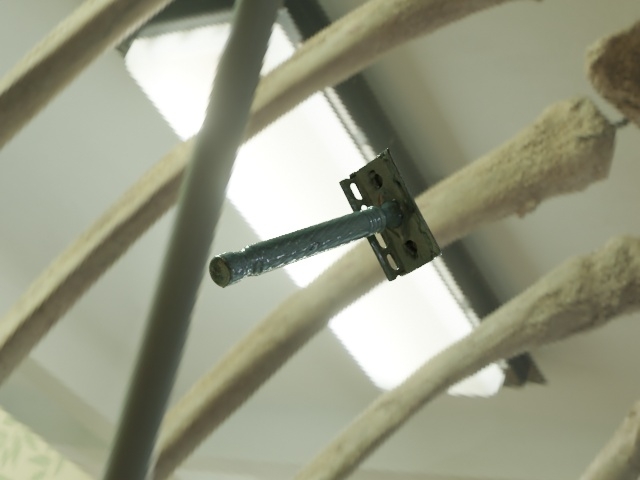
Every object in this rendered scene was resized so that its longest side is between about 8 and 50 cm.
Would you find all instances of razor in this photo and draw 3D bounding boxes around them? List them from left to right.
[{"bbox_3d":[0.000,0.000,0.947,0.068,0.232,0.106,-33,-99,40],"label":"razor"}]
